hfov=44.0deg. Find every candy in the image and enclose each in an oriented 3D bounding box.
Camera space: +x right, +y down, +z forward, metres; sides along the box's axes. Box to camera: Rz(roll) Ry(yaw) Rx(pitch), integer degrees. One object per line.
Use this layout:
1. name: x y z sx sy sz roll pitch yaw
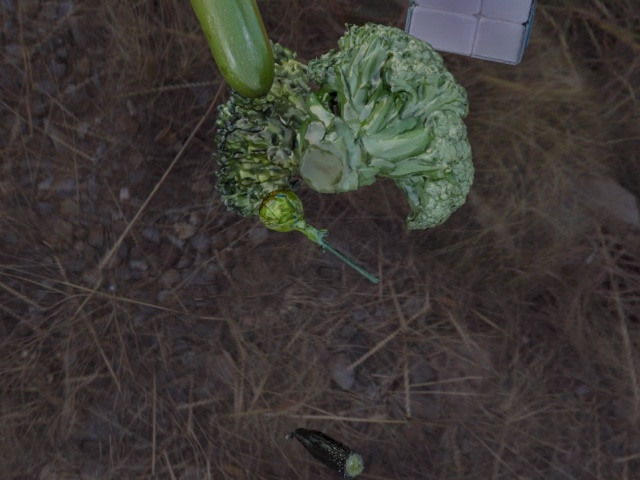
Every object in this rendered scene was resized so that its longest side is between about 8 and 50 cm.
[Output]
1. candy: 0.001 -0.002 1.460 0.262 0.073 0.077 36 99 4

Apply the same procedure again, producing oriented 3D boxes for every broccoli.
1. broccoli: -0.098 -0.218 1.565 0.324 0.272 0.334 56 35 -25

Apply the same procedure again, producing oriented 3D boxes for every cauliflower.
1. cauliflower: 0.078 -0.156 1.113 0.250 0.275 0.272 -28 127 -29

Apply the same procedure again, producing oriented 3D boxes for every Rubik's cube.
1. Rubik's cube: 0.295 -0.476 1.473 0.221 0.231 0.224 13 119 12

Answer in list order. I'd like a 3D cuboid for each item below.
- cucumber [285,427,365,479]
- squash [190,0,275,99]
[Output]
1. cucumber: 0.004 0.294 1.129 0.039 0.163 0.043 20 88 -33
2. squash: -0.118 -0.291 1.126 0.095 0.095 0.188 -24 94 -15
